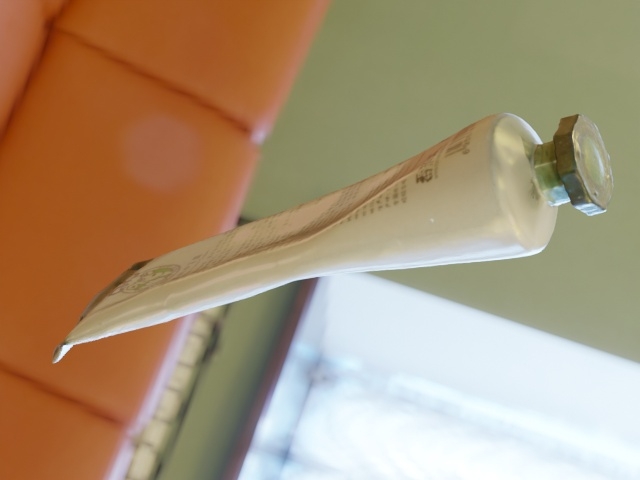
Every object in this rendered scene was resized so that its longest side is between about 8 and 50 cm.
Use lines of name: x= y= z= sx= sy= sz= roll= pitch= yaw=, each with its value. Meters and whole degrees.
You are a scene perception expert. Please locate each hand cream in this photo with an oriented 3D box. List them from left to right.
hand cream: x=0.000 y=0.000 z=0.993 sx=0.076 sy=0.336 sz=0.121 roll=67 pitch=30 yaw=-12
